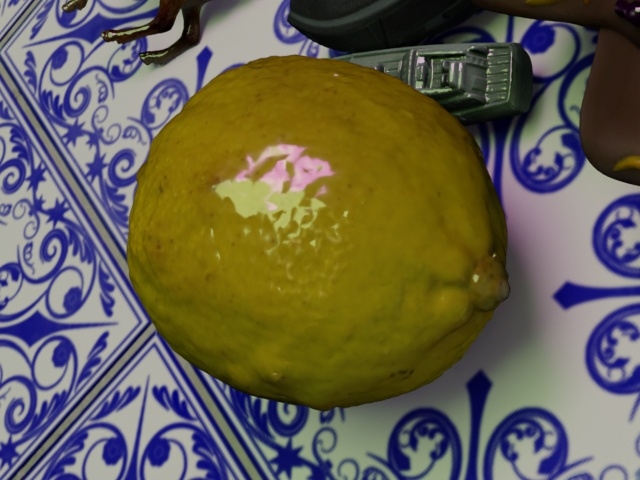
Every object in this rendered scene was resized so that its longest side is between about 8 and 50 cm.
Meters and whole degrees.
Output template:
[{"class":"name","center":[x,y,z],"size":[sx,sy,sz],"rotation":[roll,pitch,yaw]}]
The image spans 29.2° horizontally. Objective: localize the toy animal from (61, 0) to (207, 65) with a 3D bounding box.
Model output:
[{"class":"toy animal","center":[-0.174,-0.332,1.240],"size":[0.260,0.243,0.087],"rotation":[-48,13,22]}]

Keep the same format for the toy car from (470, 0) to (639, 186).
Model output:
[{"class":"toy car","center":[0.241,-0.162,0.847],"size":[0.340,0.271,0.240],"rotation":[32,113,46]}]

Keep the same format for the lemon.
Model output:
[{"class":"lemon","center":[0.000,0.000,0.929],"size":[0.321,0.268,0.268],"rotation":[28,89,28]}]

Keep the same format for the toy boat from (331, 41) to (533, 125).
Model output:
[{"class":"toy boat","center":[0.054,-0.128,1.053],"size":[0.260,0.085,0.078],"rotation":[-2,79,36]}]

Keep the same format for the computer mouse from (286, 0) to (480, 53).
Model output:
[{"class":"computer mouse","center":[0.074,-0.205,1.061],"size":[0.231,0.126,0.071],"rotation":[-10,83,34]}]
